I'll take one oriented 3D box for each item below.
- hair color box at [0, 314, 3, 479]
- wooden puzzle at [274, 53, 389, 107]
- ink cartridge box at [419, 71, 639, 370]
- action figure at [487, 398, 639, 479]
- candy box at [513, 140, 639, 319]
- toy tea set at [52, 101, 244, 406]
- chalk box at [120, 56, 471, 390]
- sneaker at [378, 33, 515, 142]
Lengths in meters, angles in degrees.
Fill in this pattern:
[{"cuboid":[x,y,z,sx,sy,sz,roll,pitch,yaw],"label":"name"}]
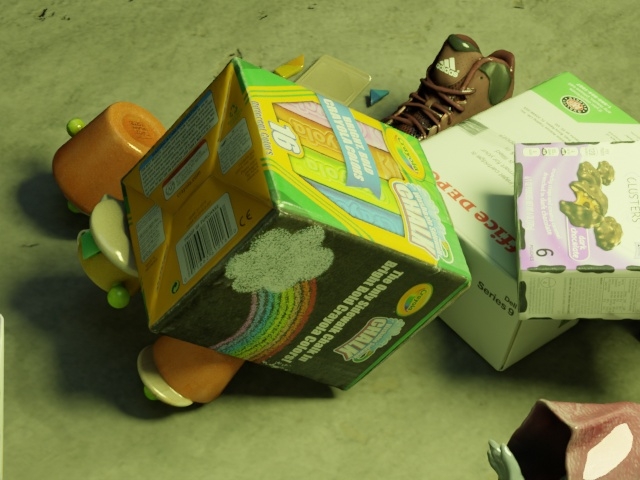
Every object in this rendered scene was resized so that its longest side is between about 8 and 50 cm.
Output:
[{"cuboid":[-0.258,0.222,0.912,0.110,0.338,0.185,4,44,-12],"label":"hair color box"},{"cuboid":[0.012,-0.177,1.626,0.116,0.014,0.078,32,51,19],"label":"wooden puzzle"},{"cuboid":[0.215,-0.028,1.439,0.289,0.121,0.211,-27,56,-34],"label":"ink cartridge box"},{"cuboid":[0.321,0.198,1.144,0.370,0.248,0.275,-12,50,-20],"label":"action figure"},{"cuboid":[0.271,-0.011,1.270,0.196,0.070,0.164,-1,45,6],"label":"candy box"},{"cuboid":[-0.162,0.016,1.342,0.200,0.124,0.336,30,33,-26],"label":"toy tea set"},{"cuboid":[0.000,0.000,1.261,0.289,0.180,0.179,21,38,-39],"label":"chalk box"},{"cuboid":[0.098,-0.137,1.494,0.281,0.162,0.106,-27,56,-35],"label":"sneaker"}]
